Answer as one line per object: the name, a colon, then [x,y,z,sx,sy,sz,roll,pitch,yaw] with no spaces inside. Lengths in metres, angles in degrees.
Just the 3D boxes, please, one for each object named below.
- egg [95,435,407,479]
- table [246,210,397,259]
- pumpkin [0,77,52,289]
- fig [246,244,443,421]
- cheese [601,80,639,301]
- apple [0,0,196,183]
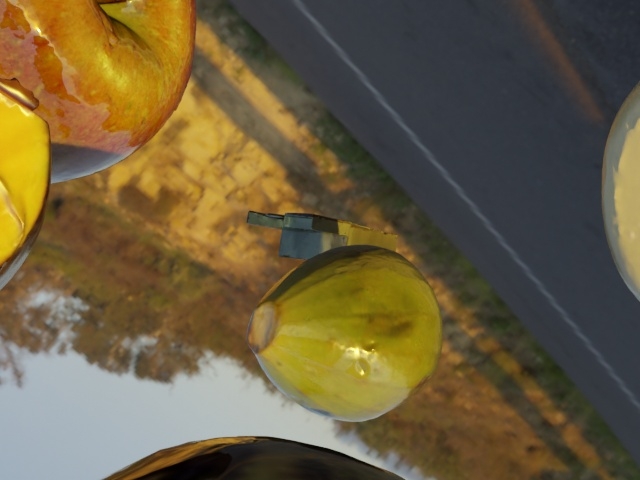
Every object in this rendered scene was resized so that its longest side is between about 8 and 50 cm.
egg: [-0.030,0.303,0.570,0.345,0.345,0.428,40,156,39]
table: [0.000,0.000,1.483,0.175,0.062,0.146,9,177,-42]
pumpkin: [-0.245,-0.080,0.485,0.139,0.190,0.280,-2,102,58]
fig: [0.032,0.110,1.151,0.207,0.207,0.230,42,-160,11]
cheese: [0.226,-0.077,0.603,0.163,0.071,0.249,-8,96,62]
apple: [-0.324,-0.252,1.095,0.374,0.374,0.384,-144,45,-69]
